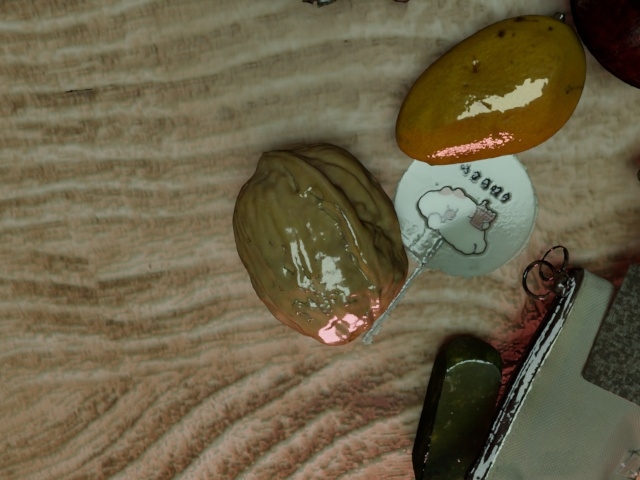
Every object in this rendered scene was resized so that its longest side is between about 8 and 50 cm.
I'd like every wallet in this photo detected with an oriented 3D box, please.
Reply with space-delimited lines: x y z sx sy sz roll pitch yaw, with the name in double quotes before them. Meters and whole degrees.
"wallet" 0.340 0.204 0.840 0.275 0.068 0.335 23 92 -16

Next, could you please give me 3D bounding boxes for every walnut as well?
"walnut" 0.000 0.000 0.763 0.198 0.198 0.245 -30 98 12

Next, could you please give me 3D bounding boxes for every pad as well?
"pad" 0.440 0.140 0.731 0.235 0.003 0.158 24 94 30

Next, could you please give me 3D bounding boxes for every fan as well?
"fan" 0.149 0.017 0.852 0.191 0.009 0.329 34 107 -9

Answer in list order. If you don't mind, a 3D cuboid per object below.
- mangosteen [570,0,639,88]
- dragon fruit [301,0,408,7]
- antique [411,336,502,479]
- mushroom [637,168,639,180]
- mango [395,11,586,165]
"mangosteen" 0.370 -0.255 0.641 0.216 0.216 0.216 1 109 3
"dragon fruit" -0.006 -0.385 0.591 0.314 0.263 0.296 24 108 -5
"antique" 0.189 0.239 0.890 0.081 0.080 0.221 9 108 -2
"mushroom" 0.492 -0.061 0.679 0.292 0.212 0.217 -25 71 8
"mango" 0.193 -0.159 0.738 0.227 0.109 0.147 -31 108 14
